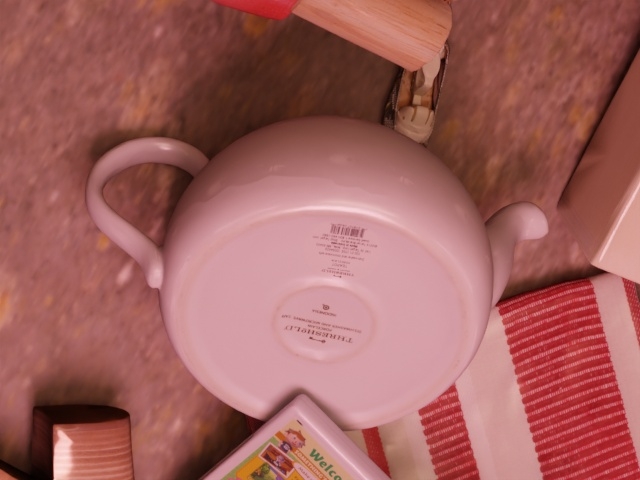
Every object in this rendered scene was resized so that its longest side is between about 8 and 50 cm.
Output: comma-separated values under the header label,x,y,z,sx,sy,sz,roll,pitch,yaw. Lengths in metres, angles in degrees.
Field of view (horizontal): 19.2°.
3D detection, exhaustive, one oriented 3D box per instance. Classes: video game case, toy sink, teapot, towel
label,x,y,z,sx,sy,sz,roll,pitch,yaw
video game case,-0.001,0.238,1.381,0.212,0.023,0.193,45,122,-5
toy sink,0.306,-0.078,1.434,0.152,0.131,0.234,20,108,-15
teapot,0.000,0.000,1.365,0.252,0.187,0.256,-28,123,22
towel,0.119,0.174,1.479,0.329,0.037,0.237,-17,97,-13

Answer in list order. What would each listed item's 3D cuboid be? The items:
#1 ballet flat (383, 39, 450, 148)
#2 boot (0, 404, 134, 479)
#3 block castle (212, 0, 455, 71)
label,x,y,z,sx,sy,sz,roll,pitch,yaw
ballet flat,0.074,-0.110,1.445,0.041,0.041,0.114,11,91,-15
boot,-0.269,0.231,1.360,0.283,0.109,0.220,0,98,-22
block castle,0.053,-0.363,1.231,0.213,0.303,0.453,24,109,-22
